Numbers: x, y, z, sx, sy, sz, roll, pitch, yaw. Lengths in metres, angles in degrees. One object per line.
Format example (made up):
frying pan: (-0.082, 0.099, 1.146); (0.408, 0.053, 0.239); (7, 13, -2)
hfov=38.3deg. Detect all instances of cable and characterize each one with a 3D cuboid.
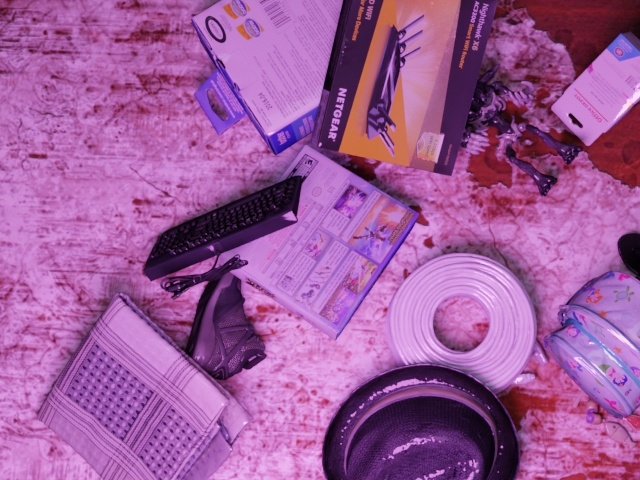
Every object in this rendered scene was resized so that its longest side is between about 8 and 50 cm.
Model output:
cable: (0.241, 0.149, 1.588); (0.257, 0.089, 0.257); (-19, 79, 1)

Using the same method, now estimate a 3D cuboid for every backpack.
backpack: (0.485, 0.164, 1.472); (0.191, 0.253, 0.225); (-42, 80, -10)

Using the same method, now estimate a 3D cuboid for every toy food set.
toy food set: (0.498, 0.293, 1.575); (0.122, 0.019, 0.078); (33, 84, 10)

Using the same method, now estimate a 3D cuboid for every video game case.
video game case: (0.000, 0.000, 1.621); (0.244, 0.061, 0.269); (32, 69, 10)

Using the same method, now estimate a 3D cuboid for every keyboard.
keyboard: (-0.175, 0.000, 1.574); (0.317, 0.033, 0.201); (-22, 38, 25)

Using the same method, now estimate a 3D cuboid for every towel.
towel: (-0.308, 0.301, 1.563); (0.324, 0.056, 0.312); (41, 111, 10)

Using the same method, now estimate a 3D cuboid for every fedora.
fedora: (0.154, 0.363, 1.483); (0.334, 0.152, 0.333); (1, 97, 10)

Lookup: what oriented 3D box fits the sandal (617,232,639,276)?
sandal: (0.589, 0.056, 1.600); (0.067, 0.040, 0.179); (-36, 79, -2)

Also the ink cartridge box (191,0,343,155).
ink cartridge box: (-0.046, -0.344, 1.673); (0.396, 0.151, 0.270); (-31, 79, -3)

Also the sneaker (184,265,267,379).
sneaker: (-0.154, 0.144, 1.631); (0.130, 0.087, 0.227); (25, 55, -22)

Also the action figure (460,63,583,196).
action figure: (0.322, -0.208, 1.625); (0.276, 0.141, 0.164); (39, 96, 9)

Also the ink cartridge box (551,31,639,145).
ink cartridge box: (0.511, -0.267, 1.632); (0.104, 0.062, 0.181); (49, 126, 11)

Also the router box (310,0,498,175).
router box: (0.138, -0.283, 1.552); (0.243, 0.081, 0.308); (10, 102, -13)
